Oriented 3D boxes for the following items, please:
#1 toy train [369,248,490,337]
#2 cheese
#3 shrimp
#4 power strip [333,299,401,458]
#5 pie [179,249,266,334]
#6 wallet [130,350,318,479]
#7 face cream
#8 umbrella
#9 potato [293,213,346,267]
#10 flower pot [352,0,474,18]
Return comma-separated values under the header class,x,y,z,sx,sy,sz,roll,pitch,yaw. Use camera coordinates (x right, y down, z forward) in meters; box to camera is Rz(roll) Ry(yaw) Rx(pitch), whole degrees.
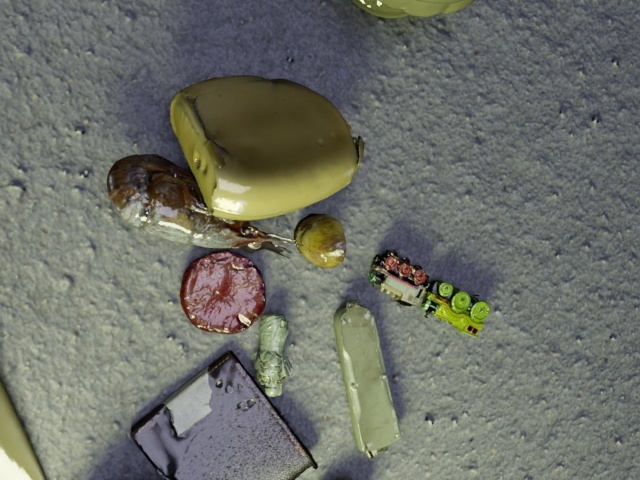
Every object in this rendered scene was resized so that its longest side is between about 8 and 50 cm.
class,x,y,z,sx,sy,sz,roll,pitch,yaw
toy train,0.200,0.098,1.269,0.249,0.053,0.085,28,90,-15
cheese,-0.071,-0.157,1.105,0.315,0.128,0.260,-14,69,-31
shrimp,-0.180,-0.046,1.121,0.343,0.145,0.116,22,126,-25
power strip,0.079,0.246,1.240,0.080,0.048,0.286,-14,96,-18
pie,-0.165,0.090,1.169,0.154,0.036,0.155,-1,92,-16
wallet,-0.160,0.355,1.167,0.221,0.071,0.262,-37,95,-11
face cream,-0.509,0.324,1.062,0.137,0.084,0.341,-18,104,-25
umbrella,-0.081,0.197,1.186,0.067,0.062,0.144,-3,82,19
potato,0.000,0.000,1.181,0.066,0.103,0.096,-1,91,-19
flower pot,0.148,-0.512,1.136,0.307,0.244,0.308,0,90,-17
